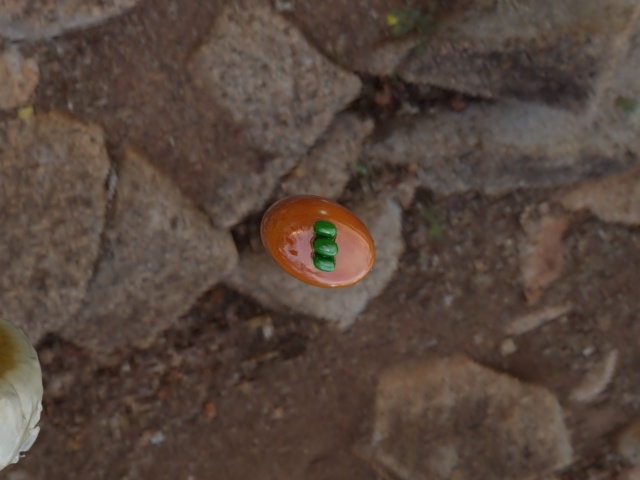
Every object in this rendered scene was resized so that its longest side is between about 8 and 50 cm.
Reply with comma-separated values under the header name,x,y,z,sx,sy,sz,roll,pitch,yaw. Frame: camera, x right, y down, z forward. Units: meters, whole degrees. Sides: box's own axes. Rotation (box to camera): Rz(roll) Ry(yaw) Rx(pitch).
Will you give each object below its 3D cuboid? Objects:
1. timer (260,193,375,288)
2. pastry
name,x,y,z,sx,sy,sz,roll,pitch,yaw
timer,0.000,0.000,1.485,0.136,0.136,0.099,17,85,-39
pastry,-0.284,0.109,0.994,0.165,0.166,0.088,3,120,-28
